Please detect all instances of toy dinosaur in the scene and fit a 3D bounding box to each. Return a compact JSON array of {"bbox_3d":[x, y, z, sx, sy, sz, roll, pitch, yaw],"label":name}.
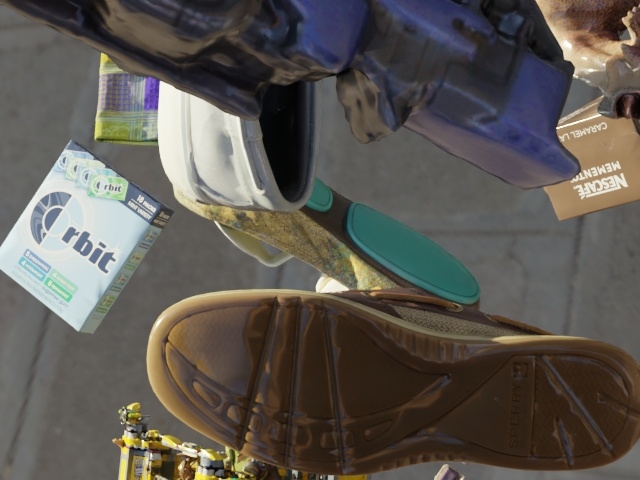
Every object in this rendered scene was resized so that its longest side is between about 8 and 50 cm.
[{"bbox_3d":[0.218,-0.204,1.099,0.200,0.127,0.296,1,73,27],"label":"toy dinosaur"}]

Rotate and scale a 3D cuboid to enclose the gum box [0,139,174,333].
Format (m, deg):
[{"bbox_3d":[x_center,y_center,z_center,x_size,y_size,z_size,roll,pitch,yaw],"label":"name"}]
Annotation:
[{"bbox_3d":[-0.293,-0.004,1.788,0.157,0.041,0.184,35,94,20],"label":"gum box"}]

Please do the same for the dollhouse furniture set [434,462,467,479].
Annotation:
[{"bbox_3d":[0.107,0.174,1.378,0.114,0.081,0.091,36,89,7],"label":"dollhouse furniture set"}]

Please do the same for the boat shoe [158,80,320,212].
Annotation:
[{"bbox_3d":[-0.026,-0.121,0.668,0.081,0.079,0.227,15,115,32],"label":"boat shoe"}]

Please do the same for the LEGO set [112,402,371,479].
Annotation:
[{"bbox_3d":[-0.083,0.210,1.629,0.331,0.255,0.192,-174,89,-69],"label":"LEGO set"}]

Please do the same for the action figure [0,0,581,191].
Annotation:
[{"bbox_3d":[-0.091,-0.121,0.383,0.178,0.341,0.330,-31,30,60],"label":"action figure"}]

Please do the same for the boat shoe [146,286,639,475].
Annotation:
[{"bbox_3d":[0.051,0.091,1.027,0.342,0.123,0.123,3,99,-2],"label":"boat shoe"}]

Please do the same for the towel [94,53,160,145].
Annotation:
[{"bbox_3d":[-0.103,-0.096,0.865,0.060,0.009,0.083,2,68,3],"label":"towel"}]

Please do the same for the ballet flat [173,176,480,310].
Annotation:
[{"bbox_3d":[0.000,0.000,1.502,0.348,0.123,0.123,32,86,-8],"label":"ballet flat"}]

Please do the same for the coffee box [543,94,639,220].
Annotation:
[{"bbox_3d":[0.350,-0.118,1.533,0.141,0.246,0.098,-17,98,49],"label":"coffee box"}]
